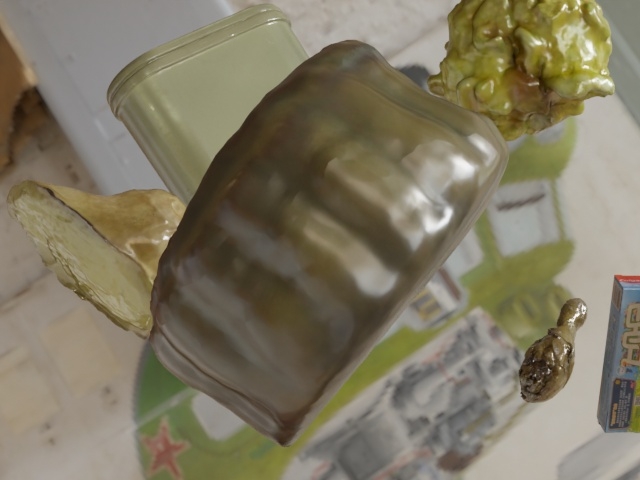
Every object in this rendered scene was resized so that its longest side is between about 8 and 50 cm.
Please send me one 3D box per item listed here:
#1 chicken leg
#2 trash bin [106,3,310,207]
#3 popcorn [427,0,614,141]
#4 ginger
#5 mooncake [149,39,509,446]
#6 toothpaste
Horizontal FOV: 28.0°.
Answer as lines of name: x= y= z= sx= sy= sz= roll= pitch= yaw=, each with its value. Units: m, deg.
chicken leg: x=0.337 y=0.148 z=1.807 sx=0.198 sy=0.069 sz=0.085 roll=-52 pitch=143 yaw=-43
trash bin: x=-0.083 y=-0.123 z=1.489 sx=0.243 sy=0.247 sz=0.121 roll=-29 pitch=168 yaw=-24
popcorn: x=0.251 y=-0.222 z=1.610 sx=0.235 sy=0.217 sz=0.181 roll=-30 pitch=151 yaw=10
ginger: x=-0.205 y=-0.016 z=1.252 sx=0.123 sy=0.193 sz=0.115 roll=-52 pitch=179 yaw=-25
mooncake: x=0.000 y=0.000 z=0.927 sx=0.290 sy=0.161 sz=0.290 roll=-52 pitch=174 yaw=-8
toothpaste: x=0.380 y=0.138 z=1.542 sx=0.070 sy=0.193 sz=0.044 roll=0 pitch=-159 yaw=-4
